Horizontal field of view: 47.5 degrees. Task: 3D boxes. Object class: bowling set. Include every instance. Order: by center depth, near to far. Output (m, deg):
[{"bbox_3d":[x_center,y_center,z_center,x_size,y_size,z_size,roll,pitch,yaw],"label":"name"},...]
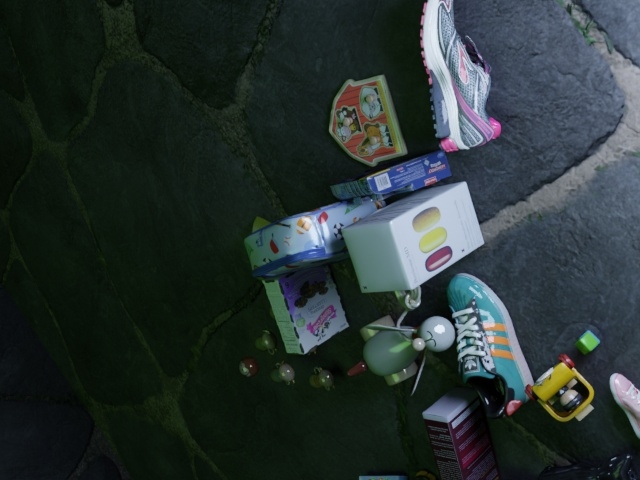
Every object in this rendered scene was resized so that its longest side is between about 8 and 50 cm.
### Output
[{"bbox_3d":[-0.102,0.306,1.897,0.287,0.199,0.154,57,157,2],"label":"bowling set"}]

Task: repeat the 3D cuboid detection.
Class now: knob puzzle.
[{"bbox_3d":[0.082,-0.248,1.552,0.213,0.030,0.213,24,126,37],"label":"knob puzzle"}]

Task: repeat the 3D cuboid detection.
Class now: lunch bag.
[{"bbox_3d":[0.000,0.000,1.573,0.243,0.303,0.115,-25,79,48],"label":"lunch bag"}]

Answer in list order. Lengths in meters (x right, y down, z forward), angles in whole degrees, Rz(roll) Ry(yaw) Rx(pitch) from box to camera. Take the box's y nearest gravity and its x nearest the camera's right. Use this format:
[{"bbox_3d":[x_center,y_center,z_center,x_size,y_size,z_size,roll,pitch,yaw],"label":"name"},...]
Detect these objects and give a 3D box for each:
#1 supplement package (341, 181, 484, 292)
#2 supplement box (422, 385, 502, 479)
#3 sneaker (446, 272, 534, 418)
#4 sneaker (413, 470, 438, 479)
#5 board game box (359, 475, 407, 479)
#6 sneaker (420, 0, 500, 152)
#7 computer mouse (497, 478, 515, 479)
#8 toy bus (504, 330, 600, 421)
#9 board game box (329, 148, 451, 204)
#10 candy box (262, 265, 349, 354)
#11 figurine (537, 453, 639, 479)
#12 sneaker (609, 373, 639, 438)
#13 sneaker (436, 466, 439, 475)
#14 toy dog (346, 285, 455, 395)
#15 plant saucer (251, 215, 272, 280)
[{"bbox_3d":[0.182,-0.007,1.410,0.133,0.244,0.139,-9,104,48],"label":"supplement package"},{"bbox_3d":[0.315,0.461,1.608,0.073,0.130,0.240,-4,106,47],"label":"supplement box"},{"bbox_3d":[0.327,0.216,1.472,0.108,0.121,0.302,-28,89,50],"label":"sneaker"},{"bbox_3d":[0.297,0.666,1.773,0.215,0.083,0.084,40,133,23],"label":"sneaker"},{"bbox_3d":[0.161,0.724,1.895,0.160,0.039,0.212,-23,57,49],"label":"board game box"},{"bbox_3d":[0.247,-0.313,1.299,0.112,0.121,0.299,-9,105,18],"label":"sneaker"},{"bbox_3d":[0.475,0.603,1.535,0.272,0.072,0.188,47,-178,29],"label":"computer mouse"},{"bbox_3d":[0.445,0.277,1.327,0.104,0.202,0.191,47,142,17],"label":"toy bus"},{"bbox_3d":[0.128,-0.120,1.482,0.194,0.194,0.060,-6,105,62],"label":"board game box"},{"bbox_3d":[-0.033,0.155,1.783,0.070,0.164,0.196,-6,107,49],"label":"candy box"},{"bbox_3d":[0.567,0.525,1.418,0.209,0.092,0.215,-36,84,45],"label":"figurine"},{"bbox_3d":[0.579,0.293,1.305,0.070,0.051,0.134,-28,92,48],"label":"sneaker"},{"bbox_3d":[0.334,0.591,1.690,0.192,0.086,0.064,32,131,31],"label":"sneaker"},{"bbox_3d":[0.154,0.238,1.587,0.220,0.161,0.334,51,155,25],"label":"toy dog"},{"bbox_3d":[-0.120,0.054,1.912,0.188,0.045,0.188,26,127,35],"label":"plant saucer"}]
